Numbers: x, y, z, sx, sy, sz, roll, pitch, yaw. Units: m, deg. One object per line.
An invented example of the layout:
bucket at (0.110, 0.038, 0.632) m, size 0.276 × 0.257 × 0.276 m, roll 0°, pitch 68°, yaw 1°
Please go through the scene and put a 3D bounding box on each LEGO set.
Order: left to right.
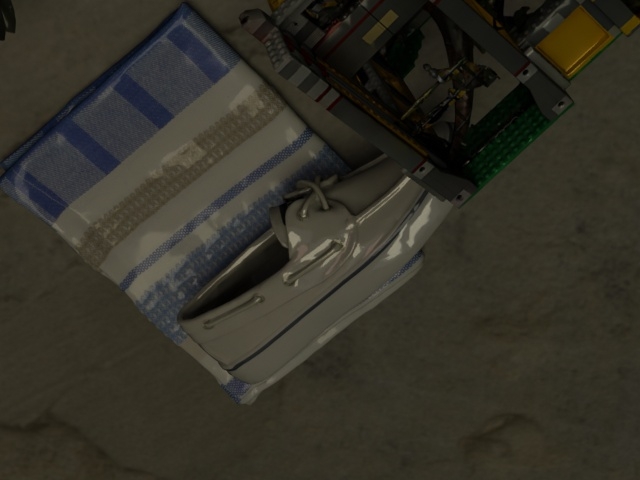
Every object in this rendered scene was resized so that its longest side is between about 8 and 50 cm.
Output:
LEGO set at (0.077, -0.198, 0.731) m, size 0.331 × 0.255 × 0.192 m, roll -38°, pitch 130°, yaw 24°

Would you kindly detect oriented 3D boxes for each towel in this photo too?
towel at (-0.080, -0.015, 0.945) m, size 0.209 × 0.034 × 0.285 m, roll -38°, pitch 113°, yaw 16°

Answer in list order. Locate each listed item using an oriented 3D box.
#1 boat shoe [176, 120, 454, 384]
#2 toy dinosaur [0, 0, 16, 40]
boat shoe at (0.000, 0.000, 0.886) m, size 0.084 × 0.095 × 0.258 m, roll 38°, pitch 105°, yaw -23°
toy dinosaur at (-0.236, -0.246, 0.759) m, size 0.322 × 0.164 × 0.218 m, roll 18°, pitch 101°, yaw 12°
